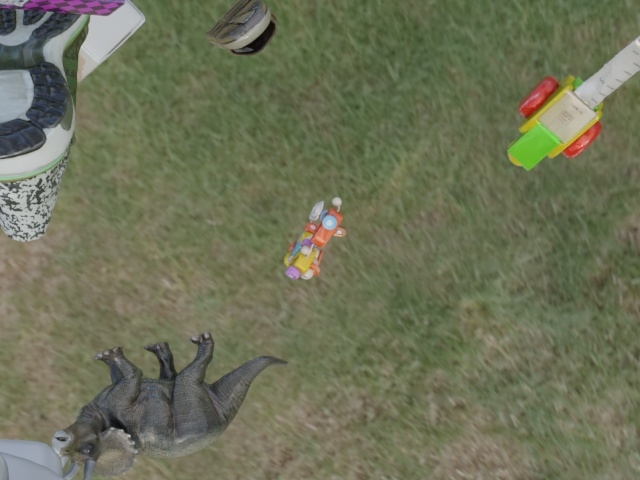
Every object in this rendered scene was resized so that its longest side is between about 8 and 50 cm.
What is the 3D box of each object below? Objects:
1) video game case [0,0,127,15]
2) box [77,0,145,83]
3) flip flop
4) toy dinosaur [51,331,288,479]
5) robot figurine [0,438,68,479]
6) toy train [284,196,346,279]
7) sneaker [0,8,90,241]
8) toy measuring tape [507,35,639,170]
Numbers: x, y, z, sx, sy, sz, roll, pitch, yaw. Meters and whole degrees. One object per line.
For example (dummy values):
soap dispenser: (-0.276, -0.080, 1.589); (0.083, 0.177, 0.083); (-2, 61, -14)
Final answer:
video game case: (-0.288, -0.304, 1.162); (0.042, 0.232, 0.210); (-20, 77, 48)
box: (-0.413, -0.296, 2.054); (0.148, 0.311, 0.121); (46, 55, -12)
flip flop: (-0.106, -0.319, 2.035); (0.080, 0.277, 0.112); (43, 93, -17)
toy dinosaur: (-0.192, 0.202, 1.640); (0.314, 0.121, 0.160); (-7, 82, -27)
robot figurine: (-0.217, 0.262, 0.779); (0.200, 0.300, 0.353); (3, 30, -10)
toy train: (0.000, 0.000, 1.825); (0.046, 0.166, 0.125); (32, 92, -7)
sneaker: (-0.333, -0.152, 1.507); (0.158, 0.182, 0.410); (0, 38, -2)
toy measuring tape: (0.367, -0.205, 1.851); (0.330, 0.121, 0.121); (-45, 55, 46)
